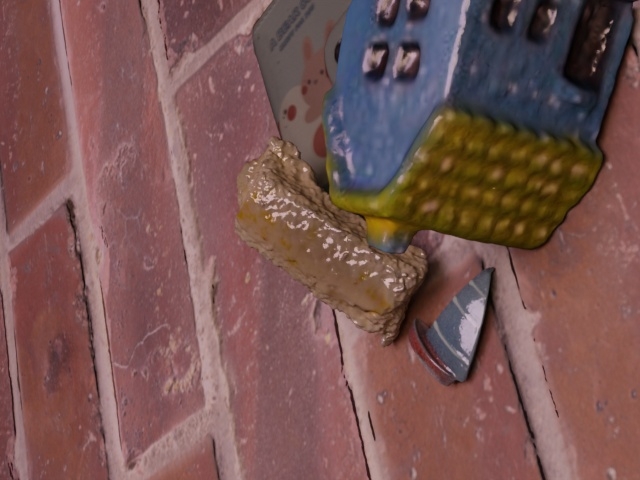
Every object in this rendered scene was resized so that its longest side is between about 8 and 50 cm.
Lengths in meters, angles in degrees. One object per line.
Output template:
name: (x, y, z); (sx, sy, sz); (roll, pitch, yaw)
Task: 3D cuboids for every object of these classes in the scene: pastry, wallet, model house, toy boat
pastry: (0.005, -0.004, 1.574); (0.258, 0.089, 0.121); (40, 115, 9)
wallet: (0.027, -0.188, 1.685); (0.252, 0.083, 0.360); (-47, 49, 39)
model house: (0.139, -0.129, 1.403); (0.215, 0.237, 0.303); (20, 96, 51)
toy boat: (0.148, 0.086, 1.500); (0.122, 0.034, 0.096); (-53, 51, 26)
